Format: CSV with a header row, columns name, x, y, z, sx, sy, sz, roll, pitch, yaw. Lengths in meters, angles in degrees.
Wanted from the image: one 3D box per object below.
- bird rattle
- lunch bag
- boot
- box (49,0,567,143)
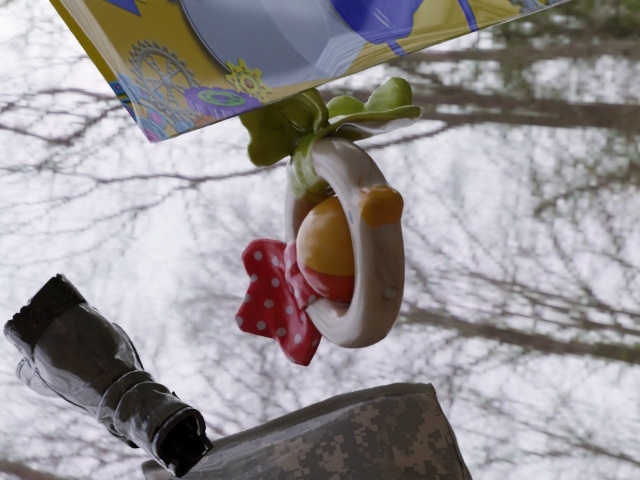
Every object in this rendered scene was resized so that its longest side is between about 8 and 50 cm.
name,x,y,z,sx,sy,sz,roll,pitch,yaw
bird rattle,0.000,0.000,1.213,0.143,0.207,0.253,0,-63,-25
lunch bag,0.012,0.274,1.359,0.287,0.235,0.169,-19,-36,2
boot,-0.152,0.123,1.176,0.161,0.246,0.083,43,-100,9
box,0.007,-0.207,0.322,0.177,0.279,0.290,-45,-71,-33
